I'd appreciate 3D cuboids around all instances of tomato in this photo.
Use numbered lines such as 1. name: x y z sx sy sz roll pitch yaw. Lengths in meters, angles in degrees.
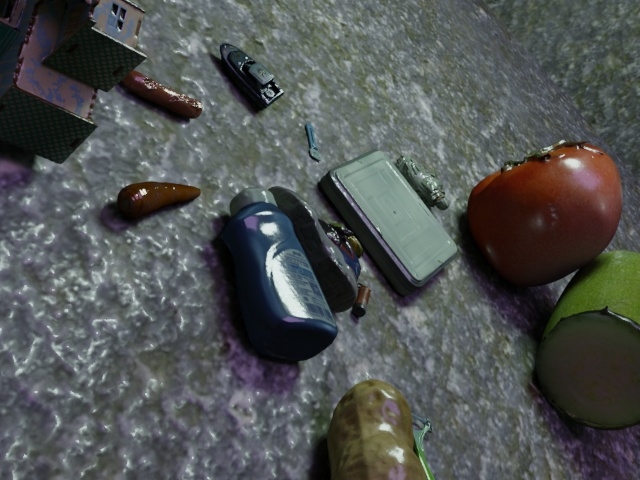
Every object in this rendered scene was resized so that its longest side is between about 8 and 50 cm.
1. tomato: 0.487 -0.058 2.440 0.272 0.341 0.341 66 27 -3

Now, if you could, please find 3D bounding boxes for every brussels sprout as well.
1. brussels sprout: 0.035 0.002 1.978 0.083 0.046 0.051 42 23 -39

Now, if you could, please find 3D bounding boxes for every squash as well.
1. squash: 0.591 0.195 2.357 0.263 0.263 0.384 52 28 -1

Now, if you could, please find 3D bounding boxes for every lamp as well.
1. lamp: 0.133 -0.041 2.167 0.266 0.047 0.269 52 27 3

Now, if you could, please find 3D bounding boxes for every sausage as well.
1. sausage: -0.250 -0.229 1.822 0.158 0.042 0.036 23 77 -41

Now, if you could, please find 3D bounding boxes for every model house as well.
1. model house: -0.368 -0.216 1.474 0.178 0.271 0.206 23 75 -46

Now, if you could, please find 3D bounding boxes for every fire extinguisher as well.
1. fire extinguisher: 0.068 0.096 1.932 0.028 0.022 0.083 17 32 0

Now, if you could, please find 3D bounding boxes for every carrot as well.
1. carrot: -0.224 -0.064 1.658 0.048 0.048 0.216 56 22 7

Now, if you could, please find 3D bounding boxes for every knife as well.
1. knife: 0.163 0.335 1.787 0.078 0.022 0.166 27 35 -36
2. knife: -0.014 -0.185 2.156 0.027 0.010 0.096 29 34 -37

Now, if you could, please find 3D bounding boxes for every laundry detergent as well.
1. laundry detergent: -0.077 0.037 1.716 0.143 0.094 0.289 14 42 -41

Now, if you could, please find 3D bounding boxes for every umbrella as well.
1. umbrella: 0.209 -0.116 2.363 0.143 0.062 0.067 45 8 -2

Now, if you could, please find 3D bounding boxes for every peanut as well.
1. peanut: 0.078 0.313 1.547 0.147 0.147 0.318 37 32 -27

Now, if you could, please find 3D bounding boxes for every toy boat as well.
1. toy boat: -0.130 -0.299 2.068 0.141 0.060 0.055 46 52 0

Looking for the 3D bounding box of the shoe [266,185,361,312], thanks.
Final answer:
1. shoe: 0.000 0.000 1.850 0.227 0.099 0.125 57 35 -2
